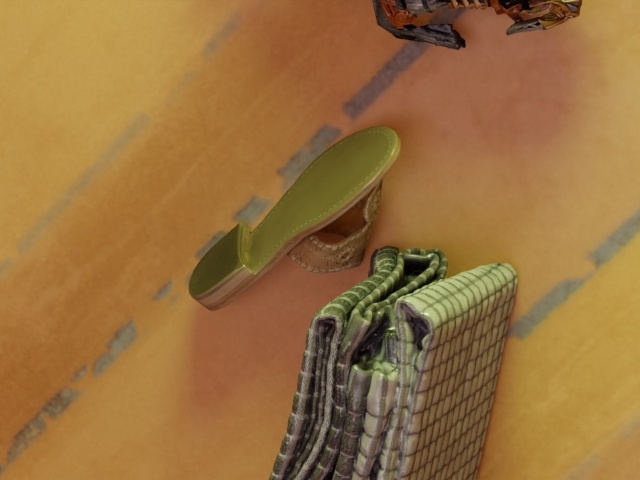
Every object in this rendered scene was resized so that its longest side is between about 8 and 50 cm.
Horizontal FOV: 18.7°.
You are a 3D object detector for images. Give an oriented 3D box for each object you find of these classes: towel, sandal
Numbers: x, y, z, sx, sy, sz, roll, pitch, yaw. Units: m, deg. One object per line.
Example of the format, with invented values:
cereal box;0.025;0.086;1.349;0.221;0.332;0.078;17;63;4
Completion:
towel;0.046;0.151;1.543;0.121;0.235;0.284;16;106;19
sandal;0.000;-0.004;1.617;0.240;0.088;0.079;-36;122;27

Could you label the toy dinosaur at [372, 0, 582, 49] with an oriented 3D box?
toy dinosaur;0.050;-0.258;1.500;0.322;0.164;0.218;6;122;-6
